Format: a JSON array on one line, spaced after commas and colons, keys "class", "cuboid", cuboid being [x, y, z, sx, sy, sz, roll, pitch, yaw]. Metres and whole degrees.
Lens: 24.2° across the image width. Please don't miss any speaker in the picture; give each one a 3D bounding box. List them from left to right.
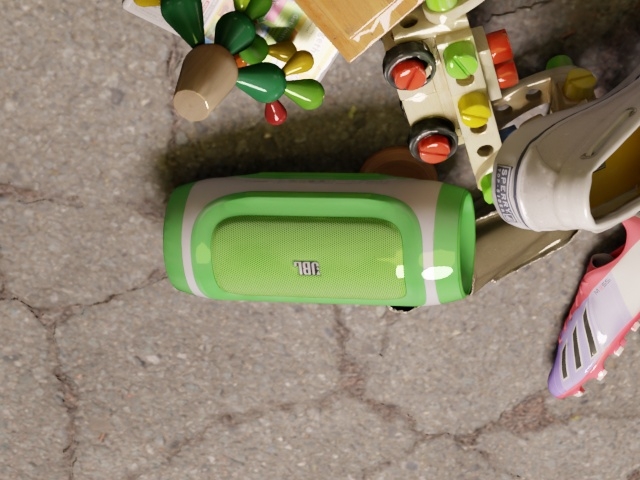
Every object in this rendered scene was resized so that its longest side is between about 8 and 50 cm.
[{"class": "speaker", "cuboid": [0.000, 0.000, 1.485, 0.296, 0.131, 0.131, 1, 126, 14]}]

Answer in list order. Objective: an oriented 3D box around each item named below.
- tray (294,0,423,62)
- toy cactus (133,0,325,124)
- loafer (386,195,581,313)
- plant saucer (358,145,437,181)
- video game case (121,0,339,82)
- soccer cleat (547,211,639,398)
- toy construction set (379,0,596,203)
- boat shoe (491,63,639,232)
[{"class": "tray", "cuboid": [-0.035, -0.366, 1.219, 0.203, 0.076, 0.411, -39, 100, 22]}, {"class": "toy cactus", "cuboid": [-0.095, -0.173, 1.336, 0.112, 0.180, 0.219, -21, 121, 35]}, {"class": "loafer", "cuboid": [0.167, 0.017, 1.560, 0.251, 0.087, 0.094, -25, 123, 14]}, {"class": "plant saucer", "cuboid": [0.080, -0.060, 1.548, 0.083, 0.013, 0.083, -1, 125, -2]}, {"class": "video game case", "cuboid": [-0.044, -0.265, 1.390, 0.206, 0.026, 0.227, 25, 120, -19]}, {"class": "soccer cleat", "cuboid": [0.309, 0.071, 1.624, 0.095, 0.083, 0.248, 38, 125, 7]}, {"class": "toy construction set", "cuboid": [0.171, -0.170, 1.390, 0.215, 0.151, 0.328, -15, 125, 8]}, {"class": "boat shoe", "cuboid": [0.331, -0.101, 1.339, 0.367, 0.156, 0.136, -24, 115, -33]}]
